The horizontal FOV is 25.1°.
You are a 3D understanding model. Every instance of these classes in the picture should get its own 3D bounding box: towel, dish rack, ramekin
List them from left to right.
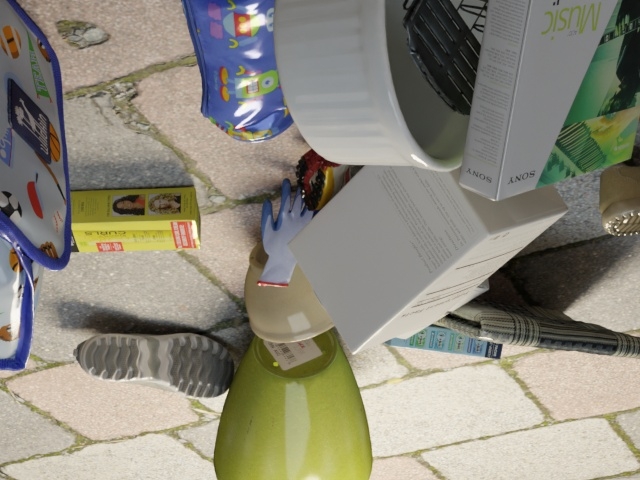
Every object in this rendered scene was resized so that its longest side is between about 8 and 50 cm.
[{"bbox_3d":[0.065,-0.206,1.490,0.135,0.277,0.277,-2,153,28],"label":"ramekin"},{"bbox_3d":[0.189,-0.261,1.435,0.074,0.271,0.208,21,167,38],"label":"dish rack"},{"bbox_3d":[0.303,0.118,2.155,0.312,0.056,0.324,8,-178,-21],"label":"towel"}]

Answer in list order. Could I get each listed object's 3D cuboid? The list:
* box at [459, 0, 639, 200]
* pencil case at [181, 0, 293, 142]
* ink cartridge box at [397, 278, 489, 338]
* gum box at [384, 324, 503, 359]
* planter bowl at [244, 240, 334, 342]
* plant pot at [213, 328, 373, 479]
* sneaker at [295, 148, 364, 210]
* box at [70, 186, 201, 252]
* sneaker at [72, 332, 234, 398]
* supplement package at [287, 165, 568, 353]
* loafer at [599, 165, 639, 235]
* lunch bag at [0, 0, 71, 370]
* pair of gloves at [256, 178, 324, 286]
[{"bbox_3d":[0.254,-0.213,1.428,0.232,0.058,0.322,-17,125,-41],"label":"box"},{"bbox_3d":[-0.090,-0.233,1.578,0.133,0.119,0.306,-23,151,-9],"label":"pencil case"},{"bbox_3d":[0.143,0.039,2.048,0.082,0.140,0.190,14,147,-31],"label":"ink cartridge box"},{"bbox_3d":[0.171,0.144,2.252,0.184,0.041,0.157,8,-175,-18],"label":"gum box"},{"bbox_3d":[-0.042,0.055,2.073,0.162,0.162,0.109,-11,123,15],"label":"planter bowl"},{"bbox_3d":[-0.043,0.270,2.357,0.274,0.275,0.293,0,136,-3],"label":"plant pot"},{"bbox_3d":[0.040,-0.125,1.835,0.092,0.088,0.225,-12,156,-25],"label":"sneaker"},{"bbox_3d":[-0.284,-0.027,1.990,0.232,0.058,0.087,-2,150,-1],"label":"box"},{"bbox_3d":[-0.273,0.192,2.369,0.281,0.105,0.115,15,176,-31],"label":"sneaker"},{"bbox_3d":[0.131,-0.016,1.830,0.175,0.177,0.293,-16,159,-46],"label":"supplement package"},{"bbox_3d":[0.485,-0.068,1.939,0.268,0.092,0.102,-4,156,-31],"label":"loafer"},{"bbox_3d":[-0.408,-0.072,1.635,0.239,0.328,0.385,1,149,-14],"label":"lunch bag"},{"bbox_3d":[0.000,0.000,1.989,0.198,0.159,0.023,10,-171,-30],"label":"pair of gloves"}]
